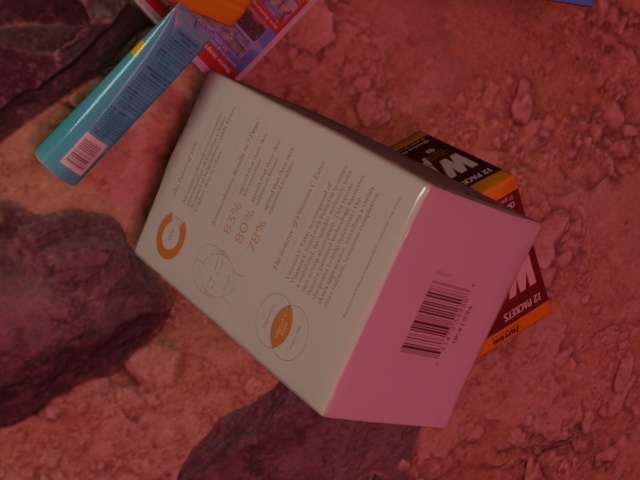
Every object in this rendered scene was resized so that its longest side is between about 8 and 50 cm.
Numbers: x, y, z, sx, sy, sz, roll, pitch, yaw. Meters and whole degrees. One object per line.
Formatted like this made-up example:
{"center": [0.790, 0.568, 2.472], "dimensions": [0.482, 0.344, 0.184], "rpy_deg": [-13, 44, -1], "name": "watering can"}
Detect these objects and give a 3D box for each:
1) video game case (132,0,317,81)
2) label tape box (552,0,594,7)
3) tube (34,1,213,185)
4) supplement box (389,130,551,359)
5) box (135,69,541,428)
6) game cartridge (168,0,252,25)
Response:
{"center": [-0.066, -0.319, 0.999], "dimensions": [0.285, 0.025, 0.204], "rpy_deg": [-47, 123, -3], "name": "video game case"}
{"center": [0.207, -0.434, 1.041], "dimensions": [0.241, 0.106, 0.333], "rpy_deg": [1, 110, -27], "name": "label tape box"}
{"center": [-0.192, -0.144, 0.971], "dimensions": [0.207, 0.052, 0.080], "rpy_deg": [-44, 166, 6], "name": "tube"}
{"center": [0.138, 0.005, 1.130], "dimensions": [0.129, 0.194, 0.191], "rpy_deg": [-30, 120, -14], "name": "supplement box"}
{"center": [0.000, 0.000, 0.956], "dimensions": [0.168, 0.345, 0.215], "rpy_deg": [15, 103, -43], "name": "box"}
{"center": [-0.095, -0.339, 0.814], "dimensions": [0.285, 0.052, 0.324], "rpy_deg": [15, 135, -39], "name": "game cartridge"}
